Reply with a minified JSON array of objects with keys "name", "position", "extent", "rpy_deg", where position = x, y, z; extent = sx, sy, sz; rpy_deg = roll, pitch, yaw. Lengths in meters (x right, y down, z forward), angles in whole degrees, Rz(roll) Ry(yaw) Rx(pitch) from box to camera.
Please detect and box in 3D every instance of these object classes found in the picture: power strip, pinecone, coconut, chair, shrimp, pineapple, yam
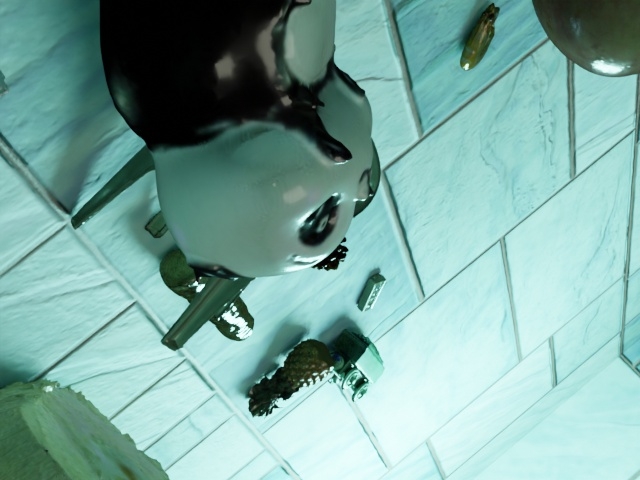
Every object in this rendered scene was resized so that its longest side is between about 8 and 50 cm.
[{"name":"power strip","position":[0.081,0.086,2.038],"extent":[0.027,0.017,0.083],"rpy_deg":[-19,145,-37]},{"name":"pinecone","position":[0.000,0.000,1.724],"extent":[0.077,0.077,0.083],"rpy_deg":[-30,141,-23]},{"name":"coconut","position":[-0.357,0.386,1.477],"extent":[0.404,0.404,0.404],"rpy_deg":[-32,153,-19]},{"name":"chair","position":[-0.091,-0.047,1.392],"extent":[0.274,0.203,0.190],"rpy_deg":[-42,167,20]},{"name":"shrimp","position":[0.214,-0.268,1.664],"extent":[0.059,0.023,0.108],"rpy_deg":[-29,153,-45]},{"name":"pineapple","position":[-0.053,0.224,2.016],"extent":[0.159,0.074,0.074],"rpy_deg":[-40,156,16]},{"name":"yam","position":[-0.140,0.077,1.667],"extent":[0.061,0.061,0.274],"rpy_deg":[-40,155,-3]}]

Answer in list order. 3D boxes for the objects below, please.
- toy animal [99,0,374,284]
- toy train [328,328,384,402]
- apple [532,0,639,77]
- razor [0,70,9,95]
[{"name":"toy animal","position":[-0.067,-0.117,1.160],"extent":[0.251,0.251,0.310],"rpy_deg":[-24,118,-33]},{"name":"toy train","position":[0.057,0.210,2.145],"extent":[0.099,0.070,0.172],"rpy_deg":[-50,156,-7]},{"name":"apple","position":[0.398,-0.327,1.513],"extent":[0.305,0.305,0.235],"rpy_deg":[-24,118,-33]},{"name":"razor","position":[-0.318,-0.103,1.167],"extent":[0.068,0.040,0.135],"rpy_deg":[-30,159,-22]}]
